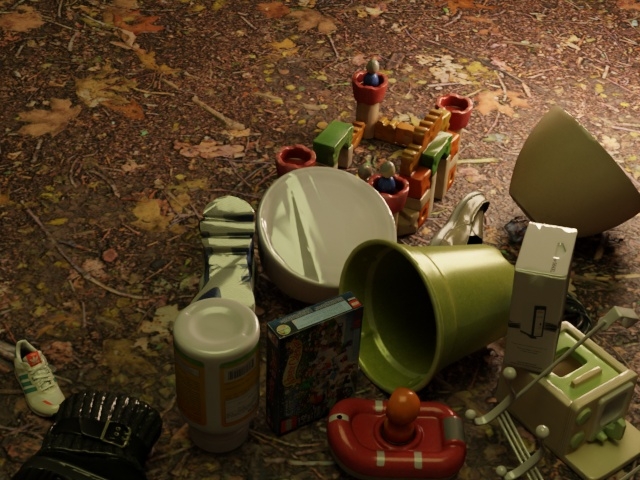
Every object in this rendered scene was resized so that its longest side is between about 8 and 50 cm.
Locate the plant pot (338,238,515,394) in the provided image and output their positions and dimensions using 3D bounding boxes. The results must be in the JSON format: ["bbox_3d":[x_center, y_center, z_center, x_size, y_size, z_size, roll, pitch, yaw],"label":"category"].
[{"bbox_3d":[0.213,0.114,1.873,0.253,0.276,0.276,-11,39,-35],"label":"plant pot"}]

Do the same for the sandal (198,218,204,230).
[{"bbox_3d":[-0.206,-0.004,2.139,0.067,0.040,0.179,-16,42,-22],"label":"sandal"}]

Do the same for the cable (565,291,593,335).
[{"bbox_3d":[0.434,0.140,2.003,0.184,0.047,0.150,18,36,22],"label":"cable"}]

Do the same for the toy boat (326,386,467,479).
[{"bbox_3d":[0.125,0.299,1.692,0.231,0.151,0.151,2,38,-2],"label":"toy boat"}]

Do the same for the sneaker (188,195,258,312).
[{"bbox_3d":[-0.170,0.095,1.958,0.127,0.182,0.316,4,68,4],"label":"sneaker"}]

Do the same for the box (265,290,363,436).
[{"bbox_3d":[-0.012,0.207,1.733,0.159,0.233,0.044,-20,44,-26],"label":"box"}]

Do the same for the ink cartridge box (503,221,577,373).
[{"bbox_3d":[0.363,0.093,1.727,0.085,0.203,0.148,10,36,15],"label":"ink cartridge box"}]

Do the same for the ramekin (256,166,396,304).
[{"bbox_3d":[0.000,0.000,2.021,0.272,0.127,0.273,7,59,-12],"label":"ramekin"}]

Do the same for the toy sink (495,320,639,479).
[{"bbox_3d":[0.437,0.267,1.766,0.152,0.131,0.234,-22,45,-27],"label":"toy sink"}]

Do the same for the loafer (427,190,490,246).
[{"bbox_3d":[0.294,-0.008,2.150,0.087,0.094,0.251,30,49,13],"label":"loafer"}]

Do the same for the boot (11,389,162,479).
[{"bbox_3d":[-0.280,0.370,1.601,0.348,0.131,0.260,29,18,-1],"label":"boot"}]

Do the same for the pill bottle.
[{"bbox_3d":[-0.166,0.226,1.691,0.136,0.246,0.136,2,38,-2],"label":"pill bottle"}]

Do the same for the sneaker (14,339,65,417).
[{"bbox_3d":[-0.489,0.235,1.796,0.057,0.075,0.161,-21,44,-27],"label":"sneaker"}]

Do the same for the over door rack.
[{"bbox_3d":[0.394,0.276,1.601,0.108,0.324,0.240,25,32,-49],"label":"over door rack"}]

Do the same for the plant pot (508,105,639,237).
[{"bbox_3d":[0.507,-0.112,2.174,0.191,0.284,0.284,-40,45,6],"label":"plant pot"}]

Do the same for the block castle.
[{"bbox_3d":[0.126,-0.204,2.274,0.303,0.213,0.453,19,41,20],"label":"block castle"}]
